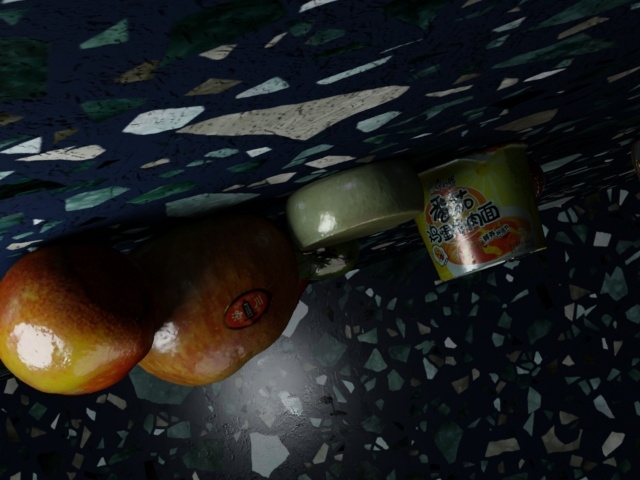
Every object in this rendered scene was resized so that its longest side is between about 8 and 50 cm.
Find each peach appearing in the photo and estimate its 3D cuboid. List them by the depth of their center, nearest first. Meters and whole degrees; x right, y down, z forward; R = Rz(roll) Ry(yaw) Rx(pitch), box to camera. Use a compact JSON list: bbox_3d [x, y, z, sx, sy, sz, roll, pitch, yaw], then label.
[{"bbox_3d":[-0.341,0.109,1.463,0.230,0.231,0.231,-17,174,-2],"label":"peach"}]

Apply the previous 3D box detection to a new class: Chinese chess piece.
[{"bbox_3d":[0.051,-0.055,1.692,0.237,0.092,0.238,-18,175,-2],"label":"Chinese chess piece"}]

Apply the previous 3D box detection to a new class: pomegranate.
[{"bbox_3d":[0.000,0.000,1.894,0.152,0.131,0.191,-13,166,-14],"label":"pomegranate"}]

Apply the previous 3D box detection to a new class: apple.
[{"bbox_3d":[-0.176,0.097,1.675,0.309,0.250,0.277,-18,174,-9],"label":"apple"}]

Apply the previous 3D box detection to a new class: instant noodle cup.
[{"bbox_3d":[0.287,-0.047,1.934,0.264,0.200,0.264,-17,176,-1],"label":"instant noodle cup"}]

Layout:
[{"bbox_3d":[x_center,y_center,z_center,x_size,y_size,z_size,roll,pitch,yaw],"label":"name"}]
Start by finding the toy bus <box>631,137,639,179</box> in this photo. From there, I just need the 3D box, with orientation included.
[{"bbox_3d":[0.827,-0.204,2.449,0.209,0.126,0.136,-18,-177,5],"label":"toy bus"}]

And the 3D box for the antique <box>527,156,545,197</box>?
[{"bbox_3d":[0.393,-0.119,2.071,0.104,0.104,0.104,-17,174,-2],"label":"antique"}]

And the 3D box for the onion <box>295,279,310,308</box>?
[{"bbox_3d":[-0.122,0.082,2.232,0.248,0.161,0.248,-22,155,-11],"label":"onion"}]
